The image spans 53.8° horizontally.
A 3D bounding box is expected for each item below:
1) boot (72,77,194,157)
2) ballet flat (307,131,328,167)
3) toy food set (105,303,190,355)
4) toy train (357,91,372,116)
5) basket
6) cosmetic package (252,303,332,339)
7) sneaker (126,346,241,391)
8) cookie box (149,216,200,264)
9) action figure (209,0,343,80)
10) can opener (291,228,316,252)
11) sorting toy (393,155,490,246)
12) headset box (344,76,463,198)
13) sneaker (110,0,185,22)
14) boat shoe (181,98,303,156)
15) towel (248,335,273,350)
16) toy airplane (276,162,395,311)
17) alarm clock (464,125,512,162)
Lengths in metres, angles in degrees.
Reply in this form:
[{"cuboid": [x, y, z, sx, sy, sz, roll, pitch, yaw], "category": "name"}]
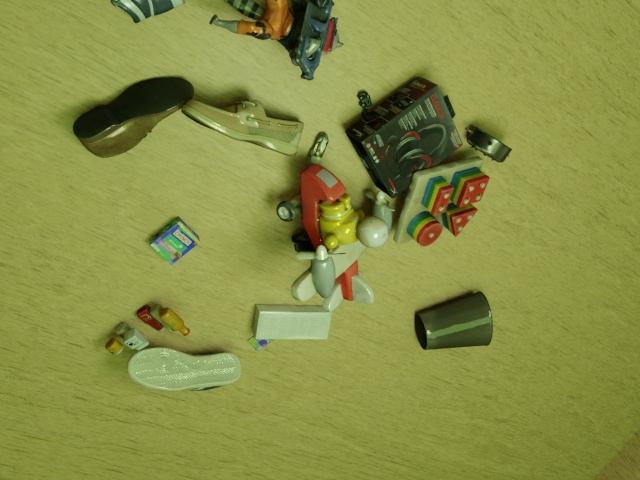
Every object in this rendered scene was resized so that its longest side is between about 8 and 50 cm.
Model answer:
[{"cuboid": [-0.452, -0.307, 1.575, 0.305, 0.112, 0.115, -27, 153, -8], "category": "boot"}, {"cuboid": [-0.007, -0.246, 1.768, 0.041, 0.041, 0.114, 13, 112, -24], "category": "ballet flat"}, {"cuboid": [-0.501, 0.268, 1.838, 0.232, 0.111, 0.104, -32, 124, 8], "category": "toy food set"}, {"cuboid": [0.138, -0.344, 1.773, 0.036, 0.027, 0.158, -27, 123, -15], "category": "toy train"}, {"cuboid": [0.447, 0.286, 2.142, 0.227, 0.154, 0.204, -10, 119, -9], "category": "basket"}, {"cuboid": [-0.090, 0.256, 1.993, 0.239, 0.060, 0.098, 4, 111, -20], "category": "cosmetic package"}, {"cuboid": [-0.423, 0.403, 1.908, 0.350, 0.131, 0.148, 12, 153, -31], "category": "sneaker"}, {"cuboid": [-0.408, 0.001, 1.766, 0.107, 0.040, 0.092, -39, 121, 3], "category": "cookie box"}, {"cuboid": [-0.076, -0.574, 1.537, 0.330, 0.179, 0.341, 24, 80, -34], "category": "action figure"}, {"cuboid": [0.000, 0.000, 1.896, 0.186, 0.059, 0.073, -2, 91, -28], "category": "can opener"}, {"cuboid": [0.367, -0.099, 1.864, 0.257, 0.089, 0.255, -17, 138, -30], "category": "sorting toy"}, {"cuboid": [0.249, -0.296, 1.765, 0.293, 0.110, 0.218, -37, 126, -5], "category": "headset box"}, {"cuboid": [-0.433, -0.622, 1.392, 0.153, 0.099, 0.282, -30, 125, -3], "category": "sneaker"}, {"cuboid": [-0.195, -0.313, 1.625, 0.341, 0.122, 0.110, 13, 101, -40], "category": "boat shoe"}, {"cuboid": [-0.185, 0.317, 2.027, 0.083, 0.009, 0.060, -33, 123, 0], "category": "towel"}, {"cuboid": [0.076, 0.014, 1.746, 0.384, 0.273, 0.385, 25, 64, -44], "category": "toy airplane"}, {"cuboid": [0.509, -0.278, 1.877, 0.192, 0.129, 0.064, 10, 116, -45], "category": "alarm clock"}]
